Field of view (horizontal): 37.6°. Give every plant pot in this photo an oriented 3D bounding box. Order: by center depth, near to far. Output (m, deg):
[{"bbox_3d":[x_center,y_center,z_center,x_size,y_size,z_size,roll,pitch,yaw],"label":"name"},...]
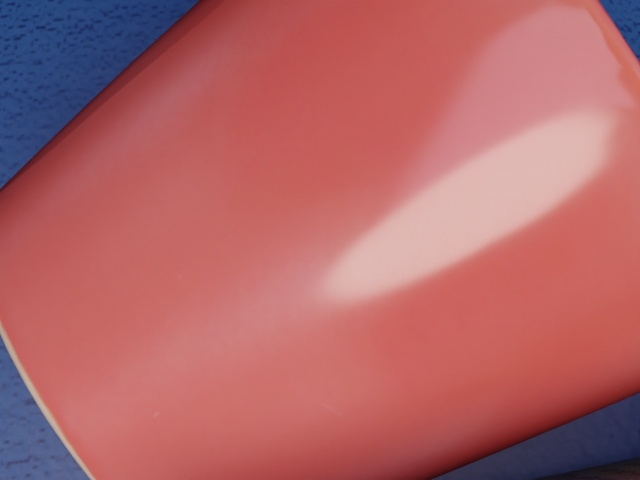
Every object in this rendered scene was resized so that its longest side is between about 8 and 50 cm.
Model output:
[{"bbox_3d":[0.000,0.000,0.438,0.243,0.275,0.275,-33,81,1],"label":"plant pot"}]

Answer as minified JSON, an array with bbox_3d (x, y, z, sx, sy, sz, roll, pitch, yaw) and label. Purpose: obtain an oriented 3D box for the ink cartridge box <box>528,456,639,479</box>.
[{"bbox_3d":[0.140,0.178,0.378,0.385,0.279,0.160,-11,79,-5],"label":"ink cartridge box"}]
